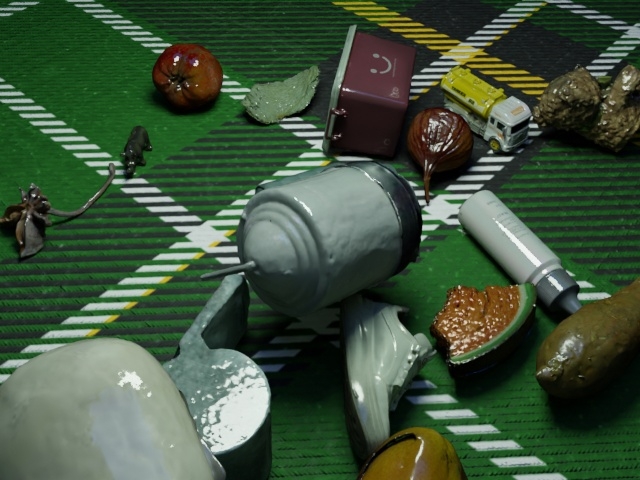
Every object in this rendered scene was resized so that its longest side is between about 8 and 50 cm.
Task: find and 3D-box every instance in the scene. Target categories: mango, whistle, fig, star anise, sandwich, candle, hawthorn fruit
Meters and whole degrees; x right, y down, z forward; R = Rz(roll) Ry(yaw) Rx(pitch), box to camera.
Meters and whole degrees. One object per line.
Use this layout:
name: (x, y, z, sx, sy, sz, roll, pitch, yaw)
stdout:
mango: (0.119, 0.375, 1.021, 0.166, 0.136, 0.236, 15, 66, 20)
whistle: (-0.179, 0.232, 1.146, 0.188, 0.168, 0.404, -6, 43, -9)
fig: (0.235, -0.183, 1.583, 0.146, 0.133, 0.201, 16, 56, 25)
star anise: (-0.524, -0.067, 1.517, 0.148, 0.218, 0.227, -3, -6, 36)
sandwich: (0.279, 0.160, 1.297, 0.159, 0.079, 0.235, 14, 43, 25)
candle: (0.000, 0.000, 1.210, 0.221, 0.221, 0.343, 36, 38, 28)
hawthorn fruit: (-0.298, -0.397, 1.764, 0.163, 0.162, 0.203, 14, 29, 11)

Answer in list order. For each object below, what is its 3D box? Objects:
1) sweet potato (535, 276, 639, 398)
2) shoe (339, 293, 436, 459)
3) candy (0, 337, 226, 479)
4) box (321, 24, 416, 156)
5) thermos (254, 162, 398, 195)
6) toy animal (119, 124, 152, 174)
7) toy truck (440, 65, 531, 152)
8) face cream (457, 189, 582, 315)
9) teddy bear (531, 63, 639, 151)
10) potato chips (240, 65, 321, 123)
sweet potato: (0.506, 0.145, 1.275, 0.423, 0.130, 0.130, -31, 55, -28)
shoe: (0.114, 0.208, 1.209, 0.159, 0.124, 0.316, -2, 43, -6)
candy: (-0.300, 0.349, 0.922, 0.386, 0.186, 0.427, -47, 64, 11)
box: (0.113, -0.328, 1.676, 0.168, 0.193, 0.294, 14, 47, 0)
thermos: (0.015, -0.079, 1.473, 0.287, 0.144, 0.182, -19, 16, -21)
toy animal: (-0.401, -0.192, 1.605, 0.047, 0.065, 0.135, 6, 48, 5)
toy truck: (0.373, -0.303, 1.702, 0.098, 0.114, 0.227, -30, 55, -27)
face cream: (0.384, 0.031, 1.403, 0.092, 0.092, 0.311, -21, 50, -20)
teddy bear: (0.634, -0.332, 1.677, 0.222, 0.246, 0.296, 45, 71, -12)
potato chips: (-0.094, -0.354, 1.776, 0.228, 0.059, 0.167, -26, 46, -18)
